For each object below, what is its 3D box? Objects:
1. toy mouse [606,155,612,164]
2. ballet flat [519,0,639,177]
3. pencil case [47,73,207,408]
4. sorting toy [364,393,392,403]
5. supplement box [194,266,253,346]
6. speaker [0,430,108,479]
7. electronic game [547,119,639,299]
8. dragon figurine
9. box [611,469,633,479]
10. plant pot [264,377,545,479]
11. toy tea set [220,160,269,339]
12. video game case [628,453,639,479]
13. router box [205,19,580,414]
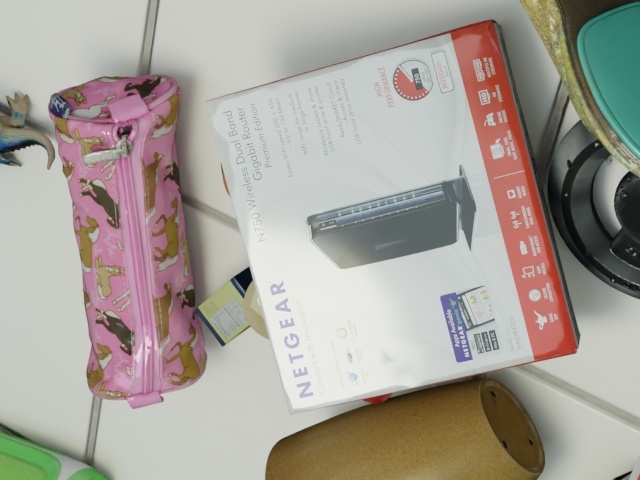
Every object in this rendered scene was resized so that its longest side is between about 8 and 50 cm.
[{"bbox_3d":[0.307,-0.157,1.345,0.143,0.031,0.161,-13,103,36],"label":"toy mouse"},{"bbox_3d":[0.245,-0.198,1.289,0.123,0.123,0.348,-34,75,38],"label":"ballet flat"},{"bbox_3d":[-0.222,0.000,1.675,0.160,0.167,0.386,10,116,30],"label":"pencil case"},{"bbox_3d":[0.111,0.050,1.510,0.132,0.046,0.274,5,105,1],"label":"sorting toy"},{"bbox_3d":[-0.087,0.070,1.671,0.083,0.083,0.056,-40,86,38],"label":"supplement box"},{"bbox_3d":[-0.439,0.343,1.998,0.297,0.131,0.131,13,117,28],"label":"speaker"},{"bbox_3d":[0.329,-0.034,1.368,0.229,0.048,0.229,17,129,23],"label":"electronic game"},{"bbox_3d":[-0.434,-0.125,1.811,0.289,0.085,0.144,29,124,20],"label":"dragon figurine"},{"bbox_3d":[0.313,0.418,1.508,0.231,0.127,0.262,49,131,22],"label":"box"},{"bbox_3d":[0.109,0.262,1.558,0.254,0.237,0.237,-36,89,25],"label":"plant pot"},{"bbox_3d":[0.000,0.000,1.590,0.200,0.124,0.336,-7,105,4],"label":"toy tea set"},{"bbox_3d":[0.433,0.180,1.361,0.204,0.025,0.285,30,126,23],"label":"video game case"},{"bbox_3d":[0.075,-0.019,1.429,0.301,0.082,0.335,-15,94,13],"label":"router box"}]
